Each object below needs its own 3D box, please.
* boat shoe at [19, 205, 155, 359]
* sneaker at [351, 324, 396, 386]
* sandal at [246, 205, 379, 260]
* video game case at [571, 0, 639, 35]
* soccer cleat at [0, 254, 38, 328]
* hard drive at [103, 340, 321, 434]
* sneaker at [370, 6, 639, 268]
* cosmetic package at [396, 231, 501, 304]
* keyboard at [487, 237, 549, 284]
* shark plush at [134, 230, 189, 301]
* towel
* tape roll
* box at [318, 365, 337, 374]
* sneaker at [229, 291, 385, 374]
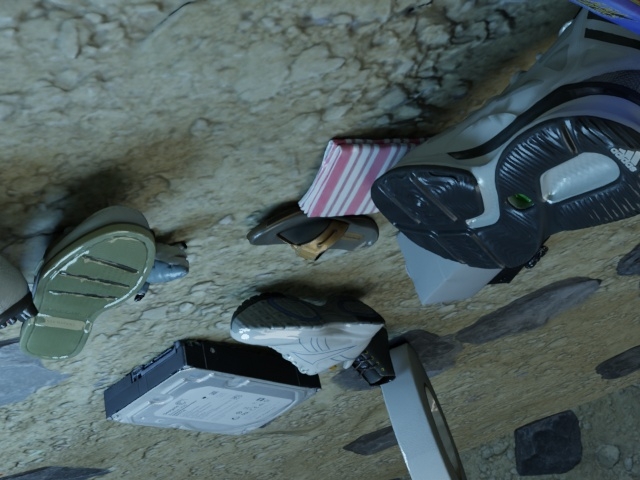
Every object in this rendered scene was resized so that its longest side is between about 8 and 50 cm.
[{"bbox_3d":[-0.289,0.035,1.026,0.113,0.103,0.302,18,140,-31],"label":"boat shoe"},{"bbox_3d":[0.062,0.198,1.552,0.083,0.118,0.222,-35,149,32],"label":"sneaker"},{"bbox_3d":[0.000,0.000,1.188,0.219,0.060,0.090,9,143,-43],"label":"sandal"},{"bbox_3d":[0.249,-0.287,0.625,0.270,0.061,0.244,7,104,-41],"label":"video game case"},{"bbox_3d":[-0.427,0.060,1.007,0.116,0.143,0.331,-39,-169,-34],"label":"soccer cleat"},{"bbox_3d":[-0.194,0.282,1.590,0.237,0.064,0.339,-35,144,30],"label":"hard drive"},{"bbox_3d":[0.245,-0.124,0.953,0.169,0.257,0.447,42,157,-14],"label":"sneaker"},{"bbox_3d":[0.212,-0.017,1.217,0.107,0.127,0.238,-6,154,-24],"label":"cosmetic package"},{"bbox_3d":[0.343,0.030,1.512,0.108,0.023,0.180,-3,152,-15],"label":"keyboard"},{"bbox_3d":[-0.242,0.047,1.120,0.161,0.067,0.073,-24,154,12],"label":"shark plush"},{"bbox_3d":[0.081,-0.087,1.111,0.197,0.029,0.144,-5,149,-25],"label":"towel"},{"bbox_3d":[0.217,0.399,1.744,0.072,0.391,0.392,-22,154,9],"label":"tape roll"},{"bbox_3d":[-0.045,0.262,1.717,0.136,0.028,0.081,-23,154,16],"label":"box"},{"bbox_3d":[-0.022,0.162,1.391,0.297,0.111,0.129,9,112,-39],"label":"sneaker"}]
